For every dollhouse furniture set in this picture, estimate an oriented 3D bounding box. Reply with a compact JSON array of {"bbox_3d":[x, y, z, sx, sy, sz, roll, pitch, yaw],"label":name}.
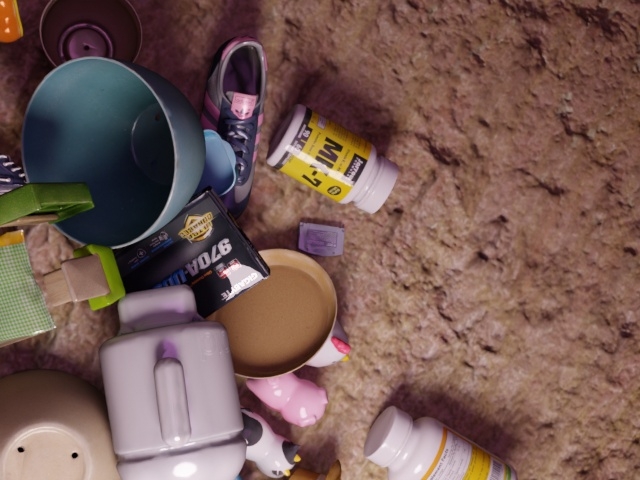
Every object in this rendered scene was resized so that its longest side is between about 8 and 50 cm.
[{"bbox_3d":[-0.474,0.052,1.685,0.301,0.151,0.197,-19,88,22],"label":"dollhouse furniture set"}]

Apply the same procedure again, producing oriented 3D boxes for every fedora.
[{"bbox_3d":[-0.032,0.440,1.859,0.079,0.194,0.194,23,77,11],"label":"fedora"}]

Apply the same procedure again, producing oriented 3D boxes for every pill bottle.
[{"bbox_3d":[0.201,0.388,1.940,0.246,0.136,0.136,32,76,-11],"label":"pill bottle"},{"bbox_3d":[0.022,-0.137,1.950,0.208,0.119,0.119,28,77,-12],"label":"pill bottle"}]

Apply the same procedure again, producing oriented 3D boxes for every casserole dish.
[{"bbox_3d":[-0.211,-0.110,1.873,0.188,0.037,0.114,-25,86,25],"label":"casserole dish"}]

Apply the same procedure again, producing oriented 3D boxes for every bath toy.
[{"bbox_3d":[-0.055,0.276,1.879,0.151,0.129,0.348,43,72,-40],"label":"bath toy"}]

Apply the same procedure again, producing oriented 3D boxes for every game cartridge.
[{"bbox_3d":[0.000,0.000,1.983,0.083,0.017,0.056,8,78,-16],"label":"game cartridge"}]

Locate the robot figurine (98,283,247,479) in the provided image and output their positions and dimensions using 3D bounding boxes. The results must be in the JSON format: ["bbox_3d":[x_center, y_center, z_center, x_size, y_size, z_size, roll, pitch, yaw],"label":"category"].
[{"bbox_3d":[-0.224,0.249,1.726,0.200,0.300,0.353,-10,84,-4],"label":"robot figurine"}]

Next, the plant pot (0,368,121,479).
[{"bbox_3d":[-0.427,0.340,1.726,0.284,0.191,0.284,2,84,-16],"label":"plant pot"}]

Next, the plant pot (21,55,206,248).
[{"bbox_3d":[-0.292,-0.146,1.774,0.195,0.290,0.290,-20,90,-61],"label":"plant pot"}]

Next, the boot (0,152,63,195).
[{"bbox_3d":[-0.498,-0.104,1.813,0.190,0.069,0.086,-4,91,-17],"label":"boot"}]

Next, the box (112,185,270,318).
[{"bbox_3d":[-0.219,0.042,1.842,0.220,0.051,0.175,-33,102,7],"label":"box"}]

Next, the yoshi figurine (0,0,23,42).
[{"bbox_3d":[-0.662,-0.350,1.739,0.362,0.203,0.203,-22,75,-16],"label":"yoshi figurine"}]

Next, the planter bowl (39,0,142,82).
[{"bbox_3d":[-0.380,-0.325,1.852,0.162,0.109,0.162,2,83,-17],"label":"planter bowl"}]

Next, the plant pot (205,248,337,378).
[{"bbox_3d":[-0.085,0.125,1.880,0.236,0.032,0.236,-6,60,11],"label":"plant pot"}]

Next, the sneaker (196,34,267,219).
[{"bbox_3d":[-0.150,-0.191,1.897,0.112,0.131,0.319,4,83,-17],"label":"sneaker"}]
